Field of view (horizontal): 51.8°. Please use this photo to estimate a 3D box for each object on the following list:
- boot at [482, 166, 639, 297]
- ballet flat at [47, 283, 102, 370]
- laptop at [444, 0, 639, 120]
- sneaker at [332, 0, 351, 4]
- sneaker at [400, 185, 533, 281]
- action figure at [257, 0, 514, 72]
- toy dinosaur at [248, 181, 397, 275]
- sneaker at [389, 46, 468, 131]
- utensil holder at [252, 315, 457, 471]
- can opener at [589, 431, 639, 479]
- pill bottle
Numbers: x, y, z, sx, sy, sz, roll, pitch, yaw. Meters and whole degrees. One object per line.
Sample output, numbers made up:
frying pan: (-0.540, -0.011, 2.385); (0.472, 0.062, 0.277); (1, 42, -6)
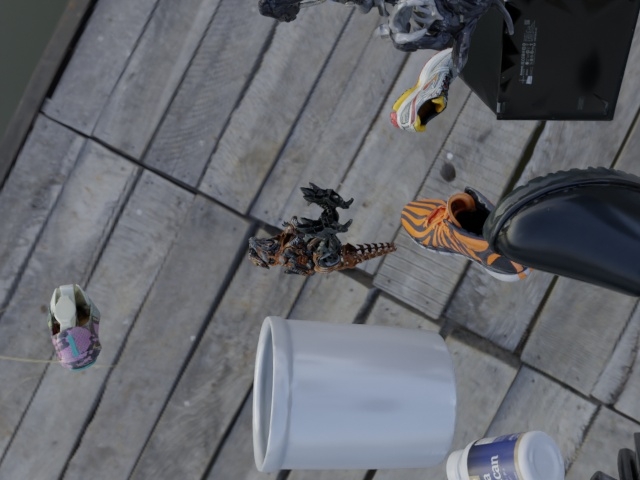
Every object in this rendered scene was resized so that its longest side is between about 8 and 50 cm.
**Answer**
boot: (0.274, 0.043, 0.513); (0.247, 0.094, 0.207); (1, 44, -17)
ballet flat: (-0.361, 0.110, 0.956); (0.077, 0.221, 0.079); (-16, 111, -19)
laptop: (0.469, -0.489, 1.487); (0.409, 0.381, 0.236); (4, 54, 15)
sneaker: (0.059, -0.411, 0.949); (0.085, 0.058, 0.152); (32, 96, 20)
sneaker: (0.263, -0.046, 1.281); (0.321, 0.180, 0.124); (24, 75, 44)
action figure: (0.080, -0.260, 0.646); (0.276, 0.141, 0.163); (4, 87, -9)
toy dinosaur: (0.000, 0.000, 1.509); (0.322, 0.218, 0.164); (-12, 45, -16)
sneaker: (0.259, -0.330, 1.472); (0.093, 0.088, 0.225); (37, 90, 42)
utensil holder: (0.061, 0.335, 1.447); (0.386, 0.327, 0.327); (4, 84, -12)
can opener: (0.321, 0.238, 0.665); (0.073, 0.186, 0.059); (46, 117, 15)
pill bottle: (0.279, 0.352, 1.021); (0.169, 0.094, 0.094); (-31, 73, 48)
